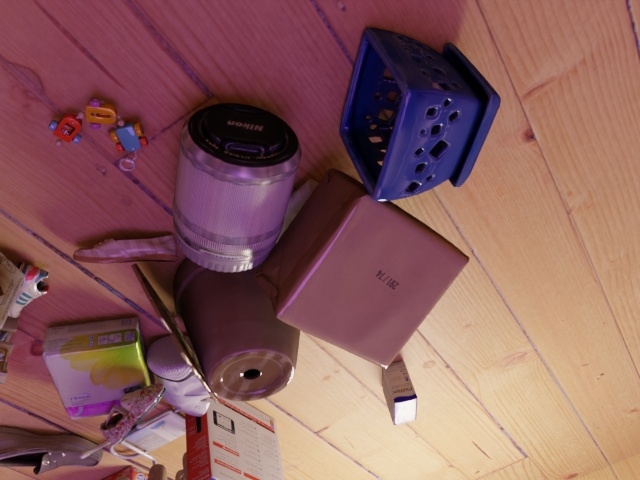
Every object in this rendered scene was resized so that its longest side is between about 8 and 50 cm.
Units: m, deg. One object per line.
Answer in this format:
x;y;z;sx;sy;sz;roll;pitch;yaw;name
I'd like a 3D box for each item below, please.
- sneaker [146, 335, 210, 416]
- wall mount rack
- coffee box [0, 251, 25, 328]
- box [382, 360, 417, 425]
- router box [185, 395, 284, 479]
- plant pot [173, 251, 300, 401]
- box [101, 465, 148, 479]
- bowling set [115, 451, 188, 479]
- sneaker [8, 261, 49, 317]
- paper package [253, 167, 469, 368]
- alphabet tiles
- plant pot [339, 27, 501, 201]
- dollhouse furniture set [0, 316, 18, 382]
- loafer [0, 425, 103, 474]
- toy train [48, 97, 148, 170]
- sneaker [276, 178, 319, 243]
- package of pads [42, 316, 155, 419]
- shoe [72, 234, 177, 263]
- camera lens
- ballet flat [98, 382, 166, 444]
-0.266;0.350;1.681;0.365;0.137;0.210;2;134;-9;sneaker
-0.498;0.578;1.835;0.350;0.131;0.304;-30;132;14;wall mount rack
-0.732;0.041;1.216;0.118;0.168;0.297;-26;124;11;coffee box
0.233;0.452;1.891;0.072;0.137;0.126;-11;134;-5;box
-0.237;0.591;1.794;0.082;0.301;0.335;-32;131;16;router box
-0.168;0.196;1.455;0.323;0.280;0.323;-8;134;-8;plant pot
-0.667;0.846;2.046;0.256;0.128;0.123;-28;133;13;box
-0.433;0.743;1.828;0.286;0.154;0.200;-24;137;7;bowling set
-0.647;0.119;1.417;0.075;0.057;0.161;15;124;-19;sneaker
0.084;0.064;1.319;0.324;0.168;0.310;30;99;-33;paper package
-0.321;0.207;1.421;0.011;0.285;0.343;-31;140;-12;alphabet tiles
0.182;-0.231;1.179;0.212;0.236;0.236;-3;133;-20;plant pot
-0.764;0.248;1.421;0.128;0.184;0.129;16;127;-26;dollhouse furniture set
-0.782;0.613;1.810;0.319;0.111;0.112;17;127;-27;loafer
-0.406;-0.204;1.184;0.166;0.046;0.125;27;122;-30;toy train
0.000;0.000;1.443;0.169;0.108;0.292;-32;125;21;sneaker
-0.552;0.324;1.604;0.229;0.101;0.297;-6;133;-10;package of pads
-0.422;0.019;1.385;0.218;0.076;0.058;-1;89;-10;shoe
-0.164;-0.103;1.213;0.219;0.219;0.274;3;131;-17;camera lens
-0.482;0.431;1.603;0.077;0.091;0.241;37;113;-13;ballet flat
